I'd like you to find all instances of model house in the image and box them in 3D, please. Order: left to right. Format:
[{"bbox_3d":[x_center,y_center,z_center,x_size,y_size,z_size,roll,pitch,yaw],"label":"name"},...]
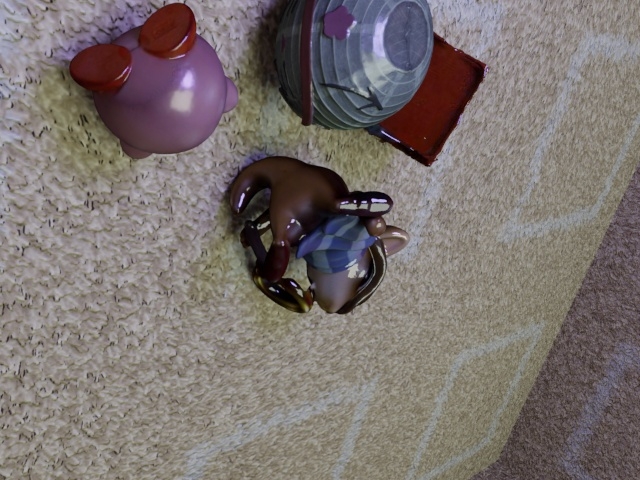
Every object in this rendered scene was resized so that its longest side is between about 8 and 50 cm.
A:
[{"bbox_3d":[0.181,-0.248,1.211,0.196,0.160,0.254,-61,174,8],"label":"model house"}]

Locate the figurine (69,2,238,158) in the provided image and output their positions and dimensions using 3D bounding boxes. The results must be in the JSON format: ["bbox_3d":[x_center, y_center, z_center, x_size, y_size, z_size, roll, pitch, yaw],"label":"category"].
[{"bbox_3d":[-0.199,-0.189,0.846,0.173,0.173,0.173,-28,135,-32],"label":"figurine"}]

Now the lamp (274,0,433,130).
[{"bbox_3d":[0.044,-0.286,0.995,0.233,0.233,0.265,14,83,-51],"label":"lamp"}]

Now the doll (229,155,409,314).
[{"bbox_3d":[-0.001,0.004,1.137,0.340,0.318,0.209,47,49,-58],"label":"doll"}]
